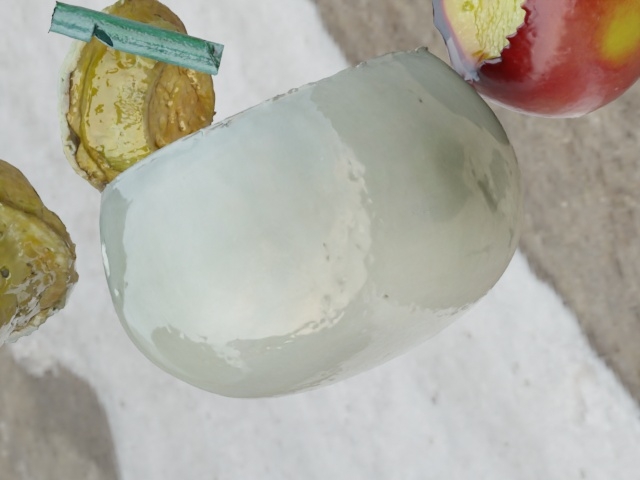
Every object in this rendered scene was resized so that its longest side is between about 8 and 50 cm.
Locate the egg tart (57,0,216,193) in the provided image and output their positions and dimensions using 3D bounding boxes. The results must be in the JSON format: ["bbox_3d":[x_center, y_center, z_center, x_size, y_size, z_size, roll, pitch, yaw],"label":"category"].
[{"bbox_3d":[-0.230,-0.185,1.993,0.118,0.288,0.288,13,114,30],"label":"egg tart"}]

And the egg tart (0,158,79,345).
[{"bbox_3d":[-0.368,0.036,1.294,0.341,0.341,0.129,124,150,-51],"label":"egg tart"}]

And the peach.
[{"bbox_3d":[0.178,-0.209,1.216,0.196,0.190,0.226,6,149,32],"label":"peach"}]

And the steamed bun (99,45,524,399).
[{"bbox_3d":[0.000,0.000,1.140,0.324,0.324,0.206,-24,91,60],"label":"steamed bun"}]

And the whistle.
[{"bbox_3d":[-0.197,-0.217,1.635,0.039,0.186,0.039,-166,90,-79],"label":"whistle"}]
